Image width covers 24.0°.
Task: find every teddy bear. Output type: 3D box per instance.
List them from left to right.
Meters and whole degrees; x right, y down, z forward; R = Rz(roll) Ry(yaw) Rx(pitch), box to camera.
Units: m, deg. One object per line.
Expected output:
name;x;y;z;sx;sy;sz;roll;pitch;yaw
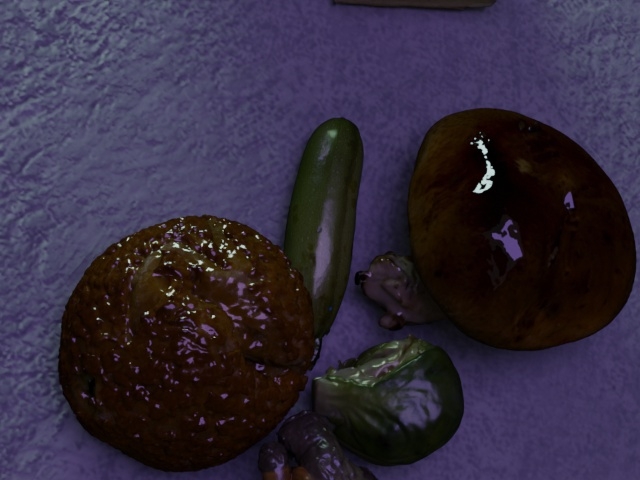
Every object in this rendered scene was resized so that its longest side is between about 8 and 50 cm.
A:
teddy bear;-0.031;0.312;1.737;0.190;0.140;0.177;-31;125;5

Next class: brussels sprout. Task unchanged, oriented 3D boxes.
brussels sprout;0.083;0.201;1.807;0.183;0.131;0.145;-21;94;2

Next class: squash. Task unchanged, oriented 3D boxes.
squash;0.000;0.000;1.862;0.094;0.094;0.340;14;73;-14

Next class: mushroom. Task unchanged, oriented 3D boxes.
mushroom;0.219;-0.003;1.893;0.345;0.260;0.345;25;47;-30

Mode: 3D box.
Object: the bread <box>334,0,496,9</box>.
bread;0.137;-0.436;2.009;0.246;0.111;0.239;1;76;-18

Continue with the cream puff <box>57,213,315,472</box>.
cream puff;-0.145;0.108;1.722;0.303;0.212;0.303;6;69;-17
